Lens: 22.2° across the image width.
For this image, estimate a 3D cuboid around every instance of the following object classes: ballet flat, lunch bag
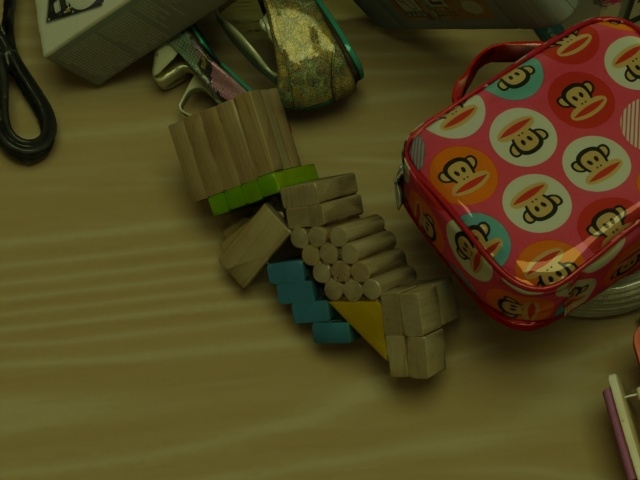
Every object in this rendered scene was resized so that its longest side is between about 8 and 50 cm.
[{"bbox_3d":[-0.127,-0.172,1.728,0.079,0.077,0.221,-41,69,0],"label":"ballet flat"},{"bbox_3d":[0.223,-0.081,1.554,0.293,0.120,0.258,-31,66,-15],"label":"lunch bag"},{"bbox_3d":[-0.073,-0.288,1.755,0.123,0.123,0.348,-22,72,-13],"label":"ballet flat"}]

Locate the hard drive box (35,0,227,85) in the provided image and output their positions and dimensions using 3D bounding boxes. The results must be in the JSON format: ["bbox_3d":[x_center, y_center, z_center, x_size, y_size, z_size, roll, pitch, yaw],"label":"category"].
[{"bbox_3d":[-0.190,-0.302,1.710,0.232,0.089,0.181,-29,57,25],"label":"hard drive box"}]

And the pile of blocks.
[{"bbox_3d":[0.000,0.000,1.629,0.362,0.149,0.112,50,28,12],"label":"pile of blocks"}]

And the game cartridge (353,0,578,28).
[{"bbox_3d":[0.097,-0.291,1.642,0.297,0.198,0.062,9,67,52],"label":"game cartridge"}]

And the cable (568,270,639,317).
[{"bbox_3d":[0.268,-0.047,1.657,0.257,0.089,0.257,13,63,7],"label":"cable"}]

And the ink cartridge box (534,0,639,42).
[{"bbox_3d":[0.322,-0.341,1.713,0.198,0.270,0.197,-24,65,-14],"label":"ink cartridge box"}]

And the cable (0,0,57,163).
[{"bbox_3d":[-0.356,-0.205,1.760,0.139,0.072,0.287,-28,77,-34],"label":"cable"}]

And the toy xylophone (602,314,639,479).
[{"bbox_3d":[0.421,0.133,1.547,0.323,0.081,0.236,-20,63,-1],"label":"toy xylophone"}]
